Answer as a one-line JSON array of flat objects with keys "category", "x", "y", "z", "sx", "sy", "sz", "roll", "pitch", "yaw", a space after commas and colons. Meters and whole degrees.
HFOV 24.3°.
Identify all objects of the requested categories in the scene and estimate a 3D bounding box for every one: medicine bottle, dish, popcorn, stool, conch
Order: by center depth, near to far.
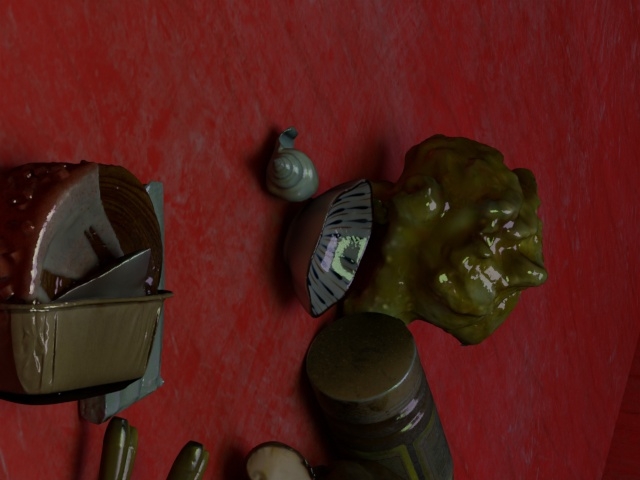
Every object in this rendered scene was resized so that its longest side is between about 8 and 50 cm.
[{"category": "stool", "x": -0.180, "y": 0.249, "z": 1.518, "sx": 0.134, "sy": 0.135, "sz": 0.111, "roll": 30, "pitch": 73, "yaw": -40}, {"category": "conch", "x": -0.041, "y": -0.088, "z": 1.820, "sx": 0.088, "sy": 0.065, "sz": 0.180, "roll": 63, "pitch": 4, "yaw": 10}, {"category": "dish", "x": 0.000, "y": 0.000, "z": 1.900, "sx": 0.191, "sy": 0.066, "sz": 0.191, "roll": -50, "pitch": 152, "yaw": -40}, {"category": "medicine bottle", "x": 0.091, "y": 0.258, "z": 2.078, "sx": 0.322, "sy": 0.151, "sz": 0.151, "roll": 70, "pitch": 35, "yaw": -45}, {"category": "popcorn", "x": 0.197, "y": 0.010, "z": 2.107, "sx": 0.321, "sy": 0.290, "sz": 0.326, "roll": -49, "pitch": 119, "yaw": -49}]

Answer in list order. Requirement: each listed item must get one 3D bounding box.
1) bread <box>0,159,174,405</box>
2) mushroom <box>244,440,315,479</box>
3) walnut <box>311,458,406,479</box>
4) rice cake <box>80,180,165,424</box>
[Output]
[{"category": "bread", "x": -0.224, "y": 0.033, "z": 1.332, "sx": 0.224, "sy": 0.142, "sz": 0.212, "roll": -3, "pitch": 100, "yaw": -60}, {"category": "mushroom", "x": -0.070, "y": 0.388, "z": 1.816, "sx": 0.151, "sy": 0.156, "sz": 0.286, "roll": 129, "pitch": -28, "yaw": -83}, {"category": "walnut", "x": 0.065, "y": 0.420, "z": 1.942, "sx": 0.283, "sy": 0.227, "sz": 0.283, "roll": 157, "pitch": -90, "yaw": -85}, {"category": "rice cake", "x": -0.202, "y": 0.060, "z": 1.517, "sx": 0.127, "sy": 0.043, "sz": 0.237, "roll": -22, "pitch": 115, "yaw": -61}]
